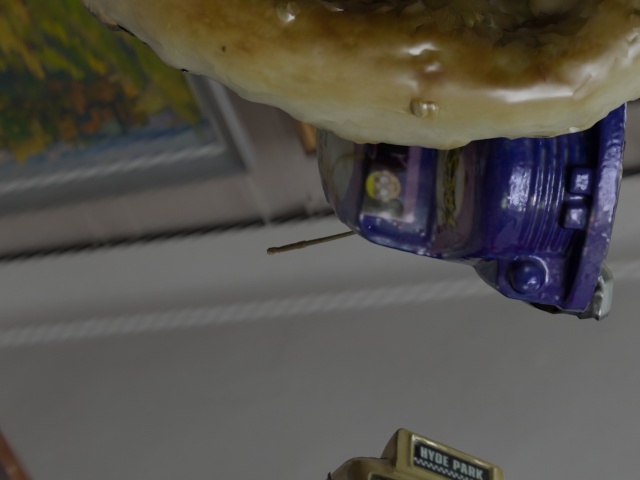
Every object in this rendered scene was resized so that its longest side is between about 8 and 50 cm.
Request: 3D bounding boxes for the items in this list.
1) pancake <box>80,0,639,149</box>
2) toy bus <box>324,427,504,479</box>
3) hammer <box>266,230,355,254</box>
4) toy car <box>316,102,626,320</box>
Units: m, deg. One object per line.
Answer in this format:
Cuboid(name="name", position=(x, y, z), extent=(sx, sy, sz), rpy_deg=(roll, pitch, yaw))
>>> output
Cuboid(name="pancake", position=(0.040, -0.207, 0.773), extent=(0.387, 0.387, 0.082), rpy_deg=(-39, 168, -29))
Cuboid(name="toy bus", position=(0.004, 0.300, 1.212), extent=(0.365, 0.177, 0.202), rpy_deg=(-47, -153, 41))
Cuboid(name="hammer", position=(0.000, 0.000, 1.509), extent=(0.123, 0.029, 0.014), rpy_deg=(-14, -134, 40))
Cuboid(name="toy car", position=(0.086, -0.056, 1.012), extent=(0.158, 0.172, 0.235), rpy_deg=(0, -162, -14))
